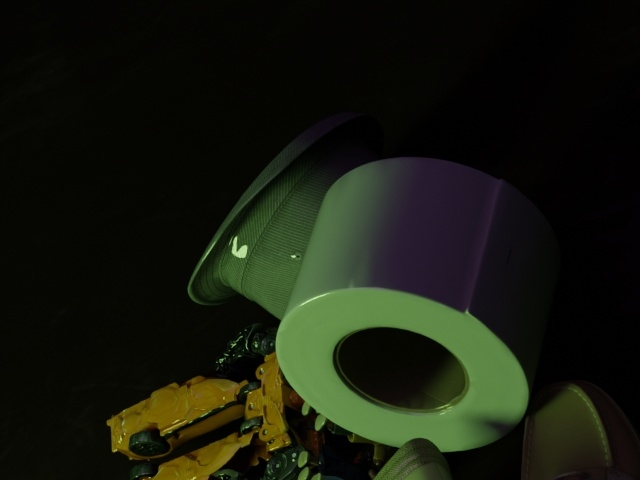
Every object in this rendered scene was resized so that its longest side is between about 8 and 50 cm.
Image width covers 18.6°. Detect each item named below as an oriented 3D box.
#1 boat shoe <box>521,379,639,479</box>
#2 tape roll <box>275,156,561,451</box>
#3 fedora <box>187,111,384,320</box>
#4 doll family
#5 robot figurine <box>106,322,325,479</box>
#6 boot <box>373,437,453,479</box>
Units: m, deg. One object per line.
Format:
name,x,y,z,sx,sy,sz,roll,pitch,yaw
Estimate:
boat shoe,0.230,0.252,1.707,0.121,0.110,0.341,-31,44,24
tape roll,0.095,0.062,1.852,0.246,0.246,0.169,-17,39,35
fedora,0.000,0.000,2.070,0.124,0.244,0.275,41,98,20
doll family,0.043,0.216,1.931,0.076,0.111,0.193,-42,35,52
robot figurine,-0.105,0.211,2.075,0.291,0.085,0.211,-25,53,30
boot,0.086,0.332,1.777,0.203,0.095,0.262,-127,47,-61
